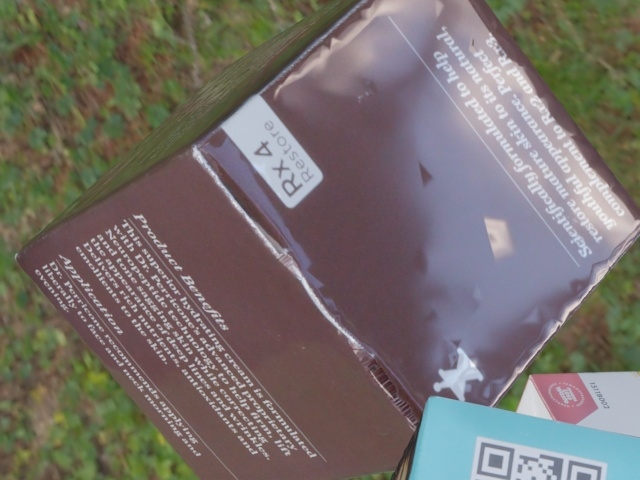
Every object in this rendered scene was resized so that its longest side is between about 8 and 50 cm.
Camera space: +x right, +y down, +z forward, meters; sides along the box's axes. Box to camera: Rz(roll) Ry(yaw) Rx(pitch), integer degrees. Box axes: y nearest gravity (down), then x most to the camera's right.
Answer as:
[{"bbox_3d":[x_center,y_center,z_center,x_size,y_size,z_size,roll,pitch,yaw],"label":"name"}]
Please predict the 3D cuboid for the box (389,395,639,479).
[{"bbox_3d":[0.031,0.130,0.469,0.060,0.100,0.244,12,156,-1],"label":"box"}]

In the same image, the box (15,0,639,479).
[{"bbox_3d":[0.000,0.000,0.792,0.167,0.203,0.168,-44,102,-32],"label":"box"}]

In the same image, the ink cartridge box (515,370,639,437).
[{"bbox_3d":[0.248,0.152,1.215,0.198,0.115,0.067,0,128,-22],"label":"ink cartridge box"}]
